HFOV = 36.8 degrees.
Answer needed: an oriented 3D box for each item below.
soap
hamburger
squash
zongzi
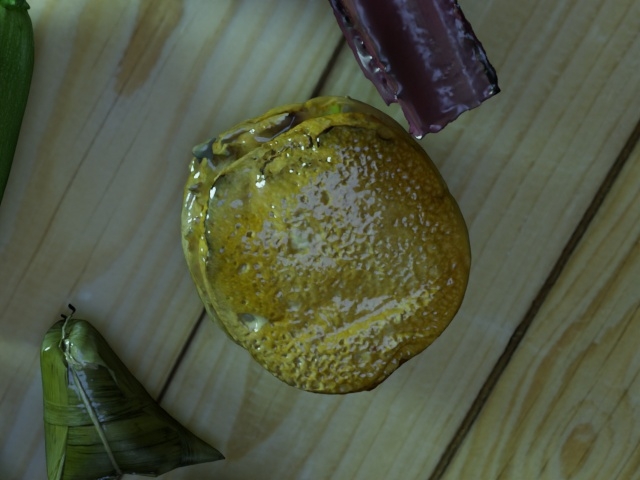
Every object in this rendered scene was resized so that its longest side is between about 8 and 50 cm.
[{"bbox_3d":[0.061,-0.262,0.958,0.112,0.182,0.289,-30,111,2],"label":"soap"},{"bbox_3d":[0.000,0.000,1.028,0.289,0.170,0.314,-30,107,0],"label":"hamburger"},{"bbox_3d":[-0.373,-0.090,0.994,0.107,0.107,0.395,19,102,-11],"label":"squash"},{"bbox_3d":[-0.211,0.175,1.095,0.204,0.094,0.205,-2,106,-10],"label":"zongzi"}]
